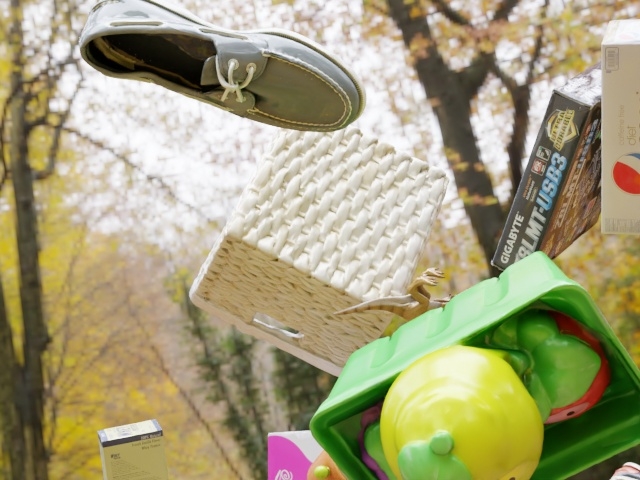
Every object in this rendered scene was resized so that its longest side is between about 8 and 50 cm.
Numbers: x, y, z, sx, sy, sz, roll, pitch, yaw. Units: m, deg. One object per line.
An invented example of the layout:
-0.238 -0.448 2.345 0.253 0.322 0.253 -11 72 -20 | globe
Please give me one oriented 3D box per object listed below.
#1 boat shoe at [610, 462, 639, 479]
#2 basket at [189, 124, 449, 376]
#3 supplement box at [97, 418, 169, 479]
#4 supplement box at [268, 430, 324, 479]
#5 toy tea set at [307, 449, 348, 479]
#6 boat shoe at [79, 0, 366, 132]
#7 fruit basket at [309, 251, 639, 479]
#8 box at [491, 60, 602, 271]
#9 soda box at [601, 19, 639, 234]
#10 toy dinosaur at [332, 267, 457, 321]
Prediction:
0.441 0.338 1.452 0.137 0.049 0.043 30 39 31 | boat shoe
0.000 0.000 1.902 0.328 0.331 0.266 27 -31 -1 | basket
-0.253 0.296 1.512 0.083 0.083 0.056 -9 9 -17 | supplement box
0.003 0.370 1.808 0.113 0.111 0.220 -5 -16 16 | supplement box
0.118 0.298 1.621 0.124 0.200 0.336 -47 5 41 | toy tea set
-0.109 -0.179 1.216 0.319 0.099 0.116 20 -54 1 | boat shoe
0.182 0.209 1.273 0.392 0.283 0.392 -32 23 15 | fruit basket
0.385 -0.117 1.693 0.073 0.296 0.293 28 32 24 | box
0.327 -0.115 1.157 0.069 0.216 0.074 4 30 19 | soda box
0.137 0.097 1.675 0.211 0.112 0.064 12 24 -13 | toy dinosaur
